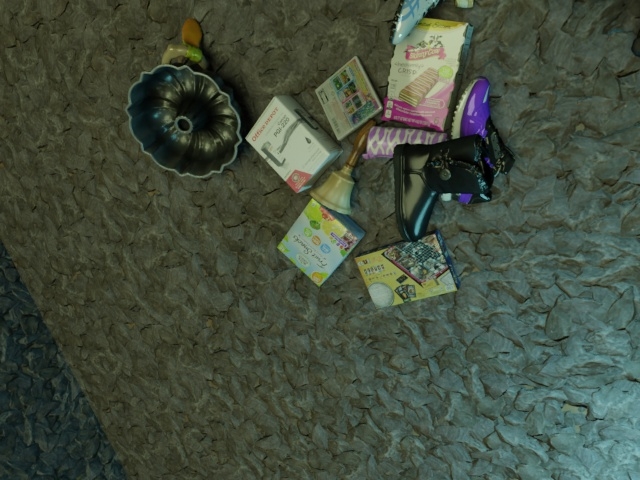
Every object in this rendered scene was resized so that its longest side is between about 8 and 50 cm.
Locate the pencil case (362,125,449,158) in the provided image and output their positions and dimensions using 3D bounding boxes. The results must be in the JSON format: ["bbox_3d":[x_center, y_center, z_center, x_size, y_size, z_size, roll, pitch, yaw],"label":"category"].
[{"bbox_3d":[0.213,-0.227,1.144,0.206,0.086,0.088,13,83,24],"label":"pencil case"}]

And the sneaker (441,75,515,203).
[{"bbox_3d":[0.373,-0.217,1.065,0.146,0.102,0.293,16,121,22],"label":"sneaker"}]

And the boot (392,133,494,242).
[{"bbox_3d":[0.274,-0.108,1.050,0.207,0.094,0.246,4,109,36],"label":"boot"}]

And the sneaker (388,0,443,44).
[{"bbox_3d":[0.221,-0.512,0.990,0.086,0.085,0.237,31,84,0],"label":"sneaker"}]

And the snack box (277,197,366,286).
[{"bbox_3d":[0.000,0.000,1.344,0.174,0.070,0.207,42,123,7],"label":"snack box"}]

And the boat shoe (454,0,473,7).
[{"bbox_3d":[0.324,-0.566,0.996,0.045,0.050,0.135,15,117,8],"label":"boat shoe"}]

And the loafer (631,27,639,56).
[{"bbox_3d":[0.749,-0.386,0.790,0.366,0.134,0.130,7,108,26],"label":"loafer"}]

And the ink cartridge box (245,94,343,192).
[{"bbox_3d":[-0.074,-0.263,1.276,0.218,0.092,0.158,48,121,6],"label":"ink cartridge box"}]

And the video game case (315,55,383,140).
[{"bbox_3d":[0.070,-0.358,1.187,0.143,0.019,0.157,-31,75,31],"label":"video game case"}]

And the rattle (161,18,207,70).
[{"bbox_3d":[-0.402,-0.517,1.374,0.200,0.130,0.143,117,135,-62],"label":"rattle"}]

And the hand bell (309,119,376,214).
[{"bbox_3d":[0.081,-0.202,1.227,0.126,0.126,0.242,33,108,13],"label":"hand bell"}]

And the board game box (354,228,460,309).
[{"bbox_3d":[0.232,0.083,1.272,0.243,0.042,0.165,-18,99,31],"label":"board game box"}]

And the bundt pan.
[{"bbox_3d":[-0.367,-0.350,1.334,0.331,0.124,0.331,5,125,7],"label":"bundt pan"}]

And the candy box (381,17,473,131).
[{"bbox_3d":[0.243,-0.384,1.084,0.159,0.071,0.233,17,114,22],"label":"candy box"}]
